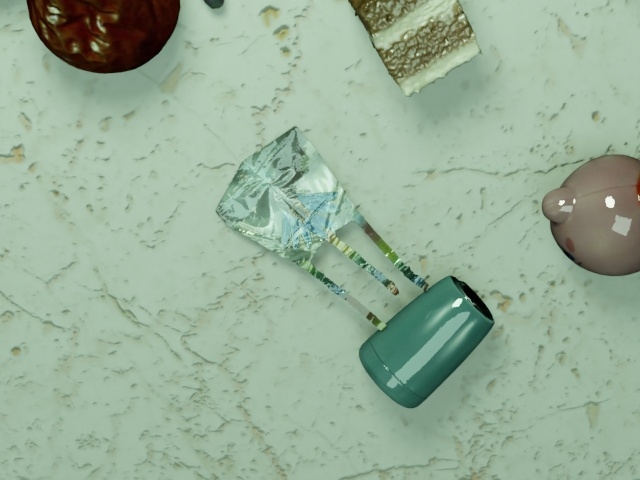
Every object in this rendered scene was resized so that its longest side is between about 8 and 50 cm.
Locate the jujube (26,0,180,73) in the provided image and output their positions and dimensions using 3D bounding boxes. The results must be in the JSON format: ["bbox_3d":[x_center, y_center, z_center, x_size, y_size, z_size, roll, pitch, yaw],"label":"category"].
[{"bbox_3d":[-0.272,-0.309,1.547,0.190,0.255,0.190,-2,75,8],"label":"jujube"}]

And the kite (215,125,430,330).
[{"bbox_3d":[0.000,-0.001,1.789,0.169,0.015,0.310,-41,97,13],"label":"kite"}]

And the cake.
[{"bbox_3d":[0.123,-0.281,1.633,0.134,0.135,0.147,-34,110,9],"label":"cake"}]

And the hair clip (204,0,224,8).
[{"bbox_3d":[-0.173,-0.401,1.621,0.187,0.056,0.146,29,108,-23],"label":"hair clip"}]

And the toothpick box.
[{"bbox_3d":[0.156,0.141,1.824,0.184,0.120,0.120,-44,108,12],"label":"toothpick box"}]

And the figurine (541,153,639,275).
[{"bbox_3d":[0.395,-0.033,1.737,0.173,0.173,0.173,-1,113,-2],"label":"figurine"}]
